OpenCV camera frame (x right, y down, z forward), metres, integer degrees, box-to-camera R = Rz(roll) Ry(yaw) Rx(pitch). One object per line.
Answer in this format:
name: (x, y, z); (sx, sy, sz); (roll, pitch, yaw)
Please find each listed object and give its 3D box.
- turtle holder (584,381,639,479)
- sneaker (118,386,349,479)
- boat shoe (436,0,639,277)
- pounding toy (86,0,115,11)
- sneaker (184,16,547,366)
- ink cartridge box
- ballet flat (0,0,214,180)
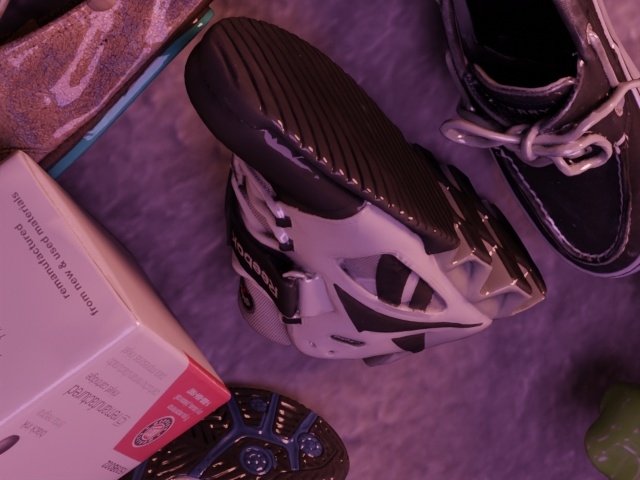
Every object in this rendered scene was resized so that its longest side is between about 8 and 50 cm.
turtle holder: (0.317, 0.027, 1.120); (0.227, 0.243, 0.320); (27, 145, -18)
sneaker: (-0.085, 0.147, 1.095); (0.211, 0.080, 0.081); (-3, 140, -21)
boat shoe: (0.126, -0.089, 0.996); (0.113, 0.105, 0.306); (1, 127, 25)
pounding toy: (-0.193, -0.148, 0.797); (0.154, 0.155, 0.269); (47, 65, -45)
sneaker: (0.000, 0.000, 0.978); (0.146, 0.122, 0.330); (-33, 144, 14)
ink cartridge box: (-0.210, 0.104, 0.927); (0.283, 0.117, 0.207); (-36, 162, -1)
ballet flat: (-0.072, -0.159, 0.905); (0.316, 0.107, 0.106); (-41, 100, 1)
